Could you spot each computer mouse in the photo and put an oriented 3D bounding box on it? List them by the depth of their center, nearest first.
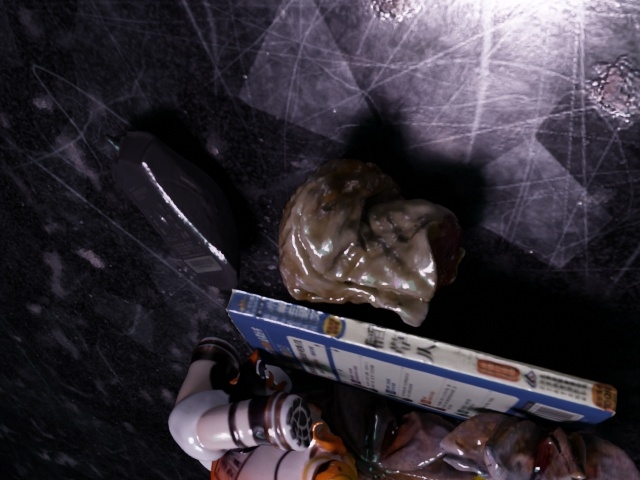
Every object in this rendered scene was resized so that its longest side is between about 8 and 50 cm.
[{"bbox_3d":[-0.185,-0.051,0.963,0.264,0.088,0.147,51,152,-19],"label":"computer mouse"}]

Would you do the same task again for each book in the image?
[{"bbox_3d":[0.110,0.168,0.896,0.428,0.039,0.300,14,161,9],"label":"book"}]

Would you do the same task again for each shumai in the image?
[{"bbox_3d":[0.052,0.030,0.793,0.185,0.184,0.218,52,148,24],"label":"shumai"}]

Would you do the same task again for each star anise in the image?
[{"bbox_3d":[0.266,0.265,0.835,0.229,0.093,0.236,2,155,36],"label":"star anise"},{"bbox_3d":[0.097,0.314,1.119,0.315,0.108,0.315,19,134,20],"label":"star anise"}]

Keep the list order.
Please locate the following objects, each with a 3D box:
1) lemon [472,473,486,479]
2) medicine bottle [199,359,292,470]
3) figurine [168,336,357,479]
[{"bbox_3d":[0.300,0.387,0.995,0.192,0.192,0.231,45,141,-13],"label":"lemon"},{"bbox_3d":[-0.125,0.293,1.177,0.086,0.183,0.086,18,137,17],"label":"medicine bottle"},{"bbox_3d":[-0.069,0.305,0.990,0.320,0.196,0.323,24,148,55],"label":"figurine"}]
